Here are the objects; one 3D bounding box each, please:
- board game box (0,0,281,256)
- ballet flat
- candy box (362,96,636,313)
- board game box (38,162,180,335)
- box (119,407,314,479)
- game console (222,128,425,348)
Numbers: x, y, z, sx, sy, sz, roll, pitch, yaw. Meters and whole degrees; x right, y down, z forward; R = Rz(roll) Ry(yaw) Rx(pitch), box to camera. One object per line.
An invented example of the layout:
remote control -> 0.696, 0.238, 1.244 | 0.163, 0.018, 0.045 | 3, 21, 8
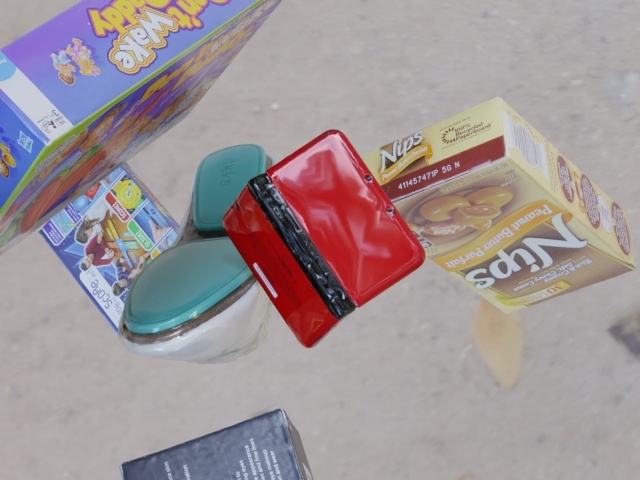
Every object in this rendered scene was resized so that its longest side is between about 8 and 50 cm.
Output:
board game box -> -0.182, -0.117, 1.221 | 0.078, 0.347, 0.233 | 46, 135, 0
ballet flat -> -0.091, 0.038, 1.470 | 0.139, 0.400, 0.139 | 3, 117, 6
candy box -> 0.211, -0.031, 1.746 | 0.183, 0.316, 0.087 | -21, 54, 29
board game box -> -0.234, 0.010, 1.789 | 0.136, 0.035, 0.201 | -47, 60, 9
box -> -0.077, 0.255, 1.345 | 0.158, 0.093, 0.156 | -19, 66, 1
game console -> 0.000, 0.000, 1.307 | 0.144, 0.085, 0.124 | 56, 146, 10
